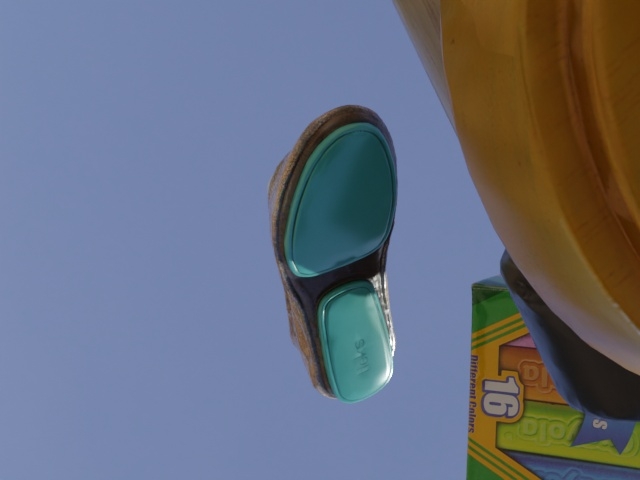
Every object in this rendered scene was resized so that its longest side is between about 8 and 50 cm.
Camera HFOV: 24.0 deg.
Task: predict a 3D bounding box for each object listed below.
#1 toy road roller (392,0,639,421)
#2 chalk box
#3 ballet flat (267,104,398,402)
[{"bbox_3d":[0.178,-0.088,0.392,0.329,0.203,0.240,-33,-162,-18],"label":"toy road roller"},{"bbox_3d":[0.278,0.119,1.168,0.288,0.180,0.179,4,-83,27],"label":"chalk box"},{"bbox_3d":[0.000,0.000,1.207,0.316,0.107,0.106,89,-24,-43],"label":"ballet flat"}]
